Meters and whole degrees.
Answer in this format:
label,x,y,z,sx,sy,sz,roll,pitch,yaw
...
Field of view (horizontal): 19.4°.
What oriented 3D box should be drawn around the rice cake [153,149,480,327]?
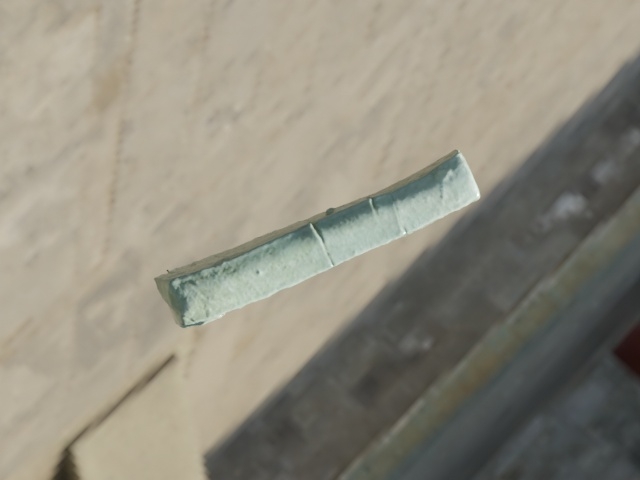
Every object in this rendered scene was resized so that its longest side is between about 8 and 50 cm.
label,x,y,z,sx,sy,sz,roll,pitch,yaw
rice cake,0.000,0.000,1.359,0.245,0.045,0.042,-23,-171,-6
